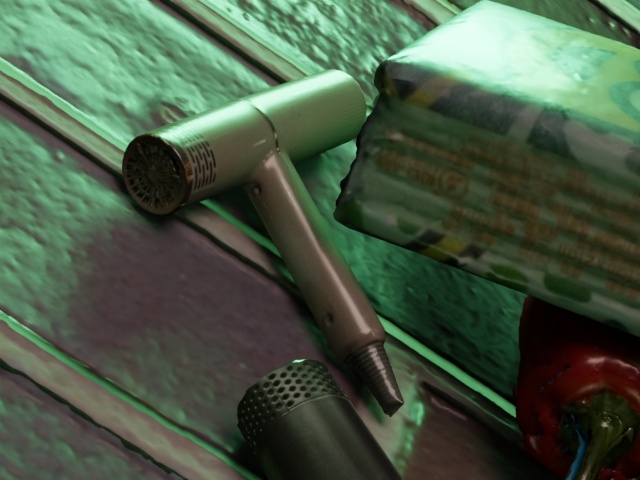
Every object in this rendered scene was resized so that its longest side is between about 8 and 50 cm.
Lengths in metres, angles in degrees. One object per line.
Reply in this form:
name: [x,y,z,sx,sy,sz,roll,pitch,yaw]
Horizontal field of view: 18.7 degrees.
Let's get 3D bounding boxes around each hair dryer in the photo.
hair dryer: [-0.014,0.228,0.963,0.284,0.155,0.320,-26,58,-29]
hair dryer: [0.009,-0.001,1.209,0.220,0.053,0.195,50,38,10]

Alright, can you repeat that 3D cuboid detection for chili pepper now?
chili pepper: [0.182,0.063,1.251,0.110,0.110,0.387,35,28,-9]

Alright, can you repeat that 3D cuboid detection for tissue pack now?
tissue pack: [0.194,-0.036,1.203,0.311,0.128,0.228,21,24,14]
